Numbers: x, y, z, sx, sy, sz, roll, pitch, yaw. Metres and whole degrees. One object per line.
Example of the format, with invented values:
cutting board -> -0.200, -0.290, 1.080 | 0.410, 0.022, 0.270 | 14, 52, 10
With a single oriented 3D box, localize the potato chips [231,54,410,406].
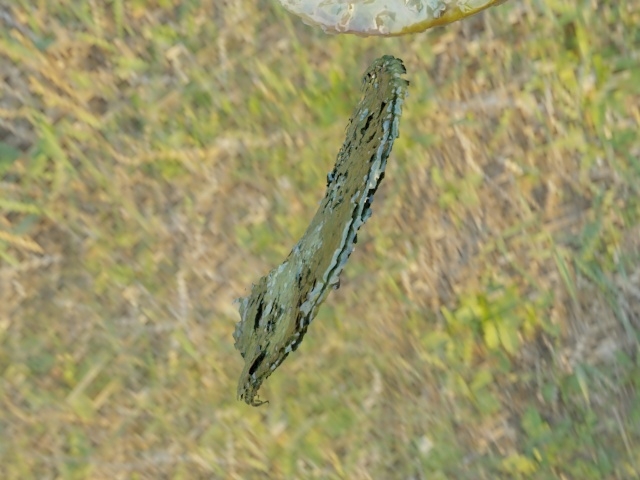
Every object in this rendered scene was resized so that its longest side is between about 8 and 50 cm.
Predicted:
potato chips -> -0.004, -0.002, 1.038 | 0.029, 0.202, 0.220 | 22, 114, -10

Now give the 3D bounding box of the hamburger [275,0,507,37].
hamburger -> 0.139, -0.336, 1.395 | 0.445, 0.287, 0.268 | -37, 94, 19
